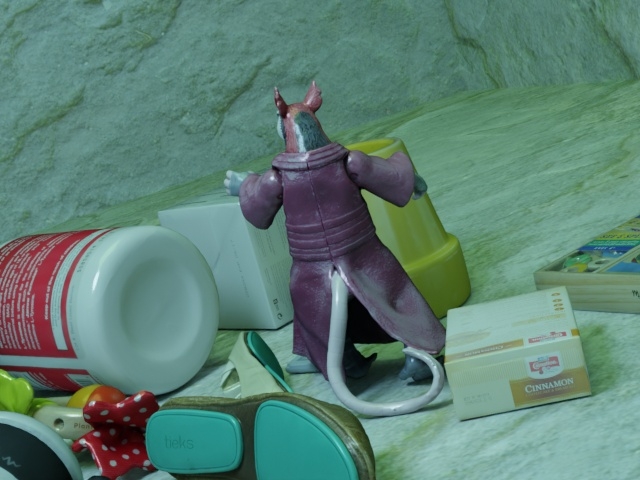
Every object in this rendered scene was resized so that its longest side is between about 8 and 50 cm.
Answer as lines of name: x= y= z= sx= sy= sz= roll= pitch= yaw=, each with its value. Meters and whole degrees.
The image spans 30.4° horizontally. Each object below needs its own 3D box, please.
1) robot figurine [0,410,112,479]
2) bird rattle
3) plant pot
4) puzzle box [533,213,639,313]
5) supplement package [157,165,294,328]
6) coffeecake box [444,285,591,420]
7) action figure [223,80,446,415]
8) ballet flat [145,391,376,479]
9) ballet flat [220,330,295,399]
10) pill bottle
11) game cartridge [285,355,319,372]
robot figurine: x=-0.308 y=0.263 z=1.041 sx=0.209 sy=0.173 sz=0.278 roll=28 pitch=13 yaw=-4
bird rattle: x=-0.269 y=0.203 z=1.380 sx=0.254 sy=0.143 sz=0.207 roll=-8 pitch=-3 yaw=19
plant pot: x=0.063 y=-0.010 z=1.655 sx=0.254 sy=0.239 sz=0.254 roll=-15 pitch=12 yaw=3
puzzle box: x=0.502 y=0.020 z=1.434 sx=0.272 sy=0.052 sz=0.409 roll=-23 pitch=14 yaw=-37
supplement package: x=-0.076 y=0.001 z=1.858 sx=0.198 sy=0.199 sz=0.263 roll=-4 pitch=16 yaw=44
coffeecake box: x=0.213 y=0.119 z=1.290 sx=0.142 sy=0.068 sz=0.185 roll=-12 pitch=12 yaw=10
action figure: x=0.000 y=0.000 z=1.371 sx=0.248 sy=0.370 sz=0.275 roll=-15 pitch=16 yaw=13
ballet flat: x=-0.035 y=0.205 z=1.167 sx=0.124 sy=0.116 sz=0.342 roll=0 pitch=-5 yaw=-41
ballet flat: x=-0.082 y=0.173 z=1.401 sx=0.086 sy=0.086 sz=0.248 roll=-17 pitch=13 yaw=-8
pill bottle: x=-0.357 y=0.101 z=1.678 sx=0.408 sy=0.229 sz=0.229 roll=-3 pitch=17 yaw=42
game cartridge: x=-0.003 y=0.151 z=1.532 sx=0.056 sy=0.017 sz=0.083 roll=-11 pitch=12 yaw=33
